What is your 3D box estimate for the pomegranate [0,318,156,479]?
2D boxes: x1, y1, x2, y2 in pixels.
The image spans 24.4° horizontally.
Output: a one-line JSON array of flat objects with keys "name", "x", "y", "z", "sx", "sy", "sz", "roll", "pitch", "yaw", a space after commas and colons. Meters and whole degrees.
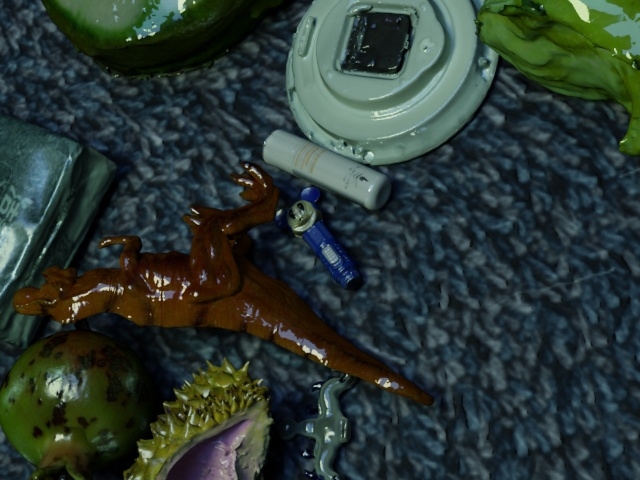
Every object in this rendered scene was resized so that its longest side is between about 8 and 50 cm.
[{"name": "pomegranate", "x": -0.243, "y": 0.172, "z": 1.428, "sx": 0.156, "sy": 0.220, "sz": 0.156, "roll": 3, "pitch": 113, "yaw": 6}]

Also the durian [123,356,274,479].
[{"name": "durian", "x": -0.114, "y": 0.219, "z": 1.382, "sx": 0.132, "sy": 0.182, "sz": 0.165, "roll": 6, "pitch": 41, "yaw": 1}]

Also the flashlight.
[{"name": "flashlight", "x": 0.000, "y": 0.000, "z": 1.471, "sx": 0.057, "sy": 0.035, "sz": 0.121, "roll": -40, "pitch": 60, "yaw": 5}]

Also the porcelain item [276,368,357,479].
[{"name": "porcelain item", "x": -0.007, "y": 0.181, "z": 1.414, "sx": 0.075, "sy": 0.021, "sz": 0.136, "roll": -2, "pitch": 71, "yaw": 24}]

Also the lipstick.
[{"name": "lipstick", "x": 0.007, "y": -0.071, "z": 1.492, "sx": 0.141, "sy": 0.040, "sz": 0.040, "roll": 25, "pitch": 83, "yaw": 29}]

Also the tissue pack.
[{"name": "tissue pack", "x": -0.402, "y": -0.038, "z": 1.629, "sx": 0.315, "sy": 0.103, "sz": 0.228, "roll": 20, "pitch": 82, "yaw": 30}]

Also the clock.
[{"name": "clock", "x": 0.063, "y": -0.193, "z": 1.505, "sx": 0.236, "sy": 0.053, "sz": 0.236, "roll": -9, "pitch": 67, "yaw": 22}]

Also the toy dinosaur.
[{"name": "toy dinosaur", "x": -0.086, "y": 0.031, "z": 1.447, "sx": 0.432, "sy": 0.097, "sz": 0.208, "roll": 6, "pitch": 52, "yaw": 14}]

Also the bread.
[{"name": "bread", "x": -0.196, "y": -0.364, "z": 1.641, "sx": 0.381, "sy": 0.129, "sz": 0.366, "roll": 9, "pitch": 76, "yaw": 27}]

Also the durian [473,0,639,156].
[{"name": "durian", "x": 0.265, "y": -0.250, "z": 1.351, "sx": 0.255, "sy": 0.204, "sz": 0.340, "roll": 9, "pitch": 74, "yaw": 39}]
